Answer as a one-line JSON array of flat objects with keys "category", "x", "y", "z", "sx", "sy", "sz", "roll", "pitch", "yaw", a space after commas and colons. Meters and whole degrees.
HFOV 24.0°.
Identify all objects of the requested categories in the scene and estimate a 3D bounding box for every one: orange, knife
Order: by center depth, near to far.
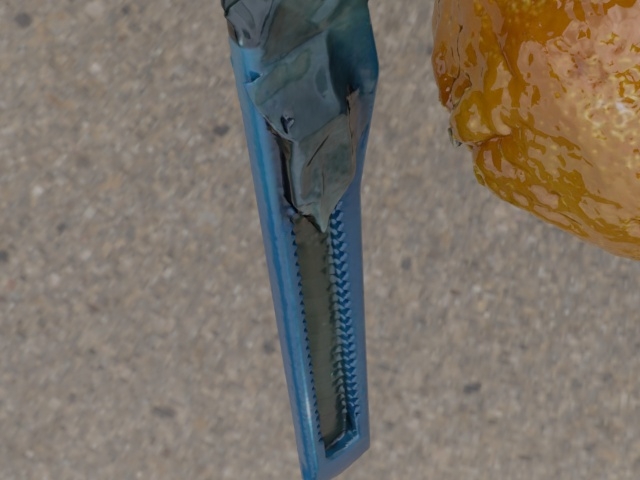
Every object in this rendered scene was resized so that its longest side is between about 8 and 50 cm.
[{"category": "orange", "x": 0.093, "y": -0.057, "z": 0.434, "sx": 0.118, "sy": 0.135, "sz": 0.135, "roll": -15, "pitch": 115, "yaw": 21}, {"category": "knife", "x": 0.002, "y": 0.001, "z": 0.466, "sx": 0.026, "sy": 0.044, "sz": 0.296, "roll": 39, "pitch": 156, "yaw": 28}]
